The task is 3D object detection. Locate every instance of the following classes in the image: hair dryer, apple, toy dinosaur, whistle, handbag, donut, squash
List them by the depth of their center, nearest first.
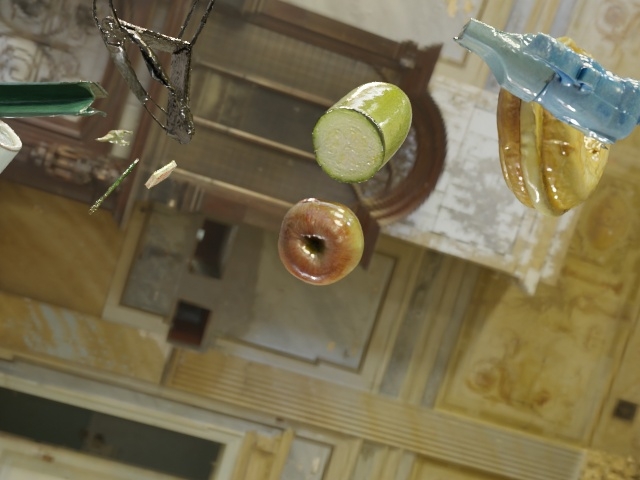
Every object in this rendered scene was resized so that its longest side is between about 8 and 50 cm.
[{"bbox_3d":[0.293,-0.203,1.148,0.093,0.269,0.180,-61,-174,6],"label":"whistle"},{"bbox_3d":[-0.494,-0.078,1.264,0.131,0.073,0.236,-47,-161,15],"label":"hair dryer"},{"bbox_3d":[0.002,0.003,1.312,0.102,0.126,0.126,-27,138,-72],"label":"apple"},{"bbox_3d":[0.087,-0.199,1.567,0.247,0.132,0.132,-49,166,-56],"label":"squash"},{"bbox_3d":[-0.379,-0.189,1.711,0.113,0.041,0.026,-57,164,-69],"label":"toy dinosaur"},{"bbox_3d":[-0.658,-0.314,2.084,0.238,0.326,0.089,-127,-145,-83],"label":"handbag"},{"bbox_3d":[0.552,-0.268,2.170,0.449,0.198,0.449,-9,100,-59],"label":"donut"}]

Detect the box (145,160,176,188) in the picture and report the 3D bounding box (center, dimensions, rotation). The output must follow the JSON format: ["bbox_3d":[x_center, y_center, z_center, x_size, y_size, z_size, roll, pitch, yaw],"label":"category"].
[{"bbox_3d":[-0.359,-0.147,2.078,0.058,0.015,0.093,-37,-176,-24],"label":"box"}]

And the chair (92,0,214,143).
[{"bbox_3d":[-0.197,-0.230,1.105,0.174,0.149,0.213,-170,-91,-66],"label":"chair"}]

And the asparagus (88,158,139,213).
[{"bbox_3d":[-0.441,-0.117,1.978,0.166,0.013,0.016,-53,171,-25],"label":"asparagus"}]
